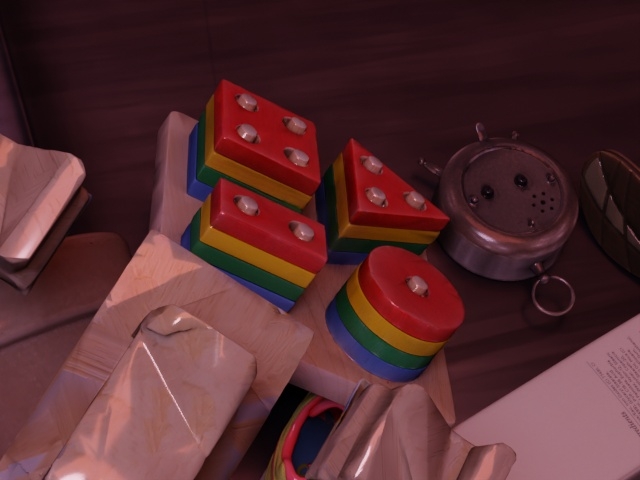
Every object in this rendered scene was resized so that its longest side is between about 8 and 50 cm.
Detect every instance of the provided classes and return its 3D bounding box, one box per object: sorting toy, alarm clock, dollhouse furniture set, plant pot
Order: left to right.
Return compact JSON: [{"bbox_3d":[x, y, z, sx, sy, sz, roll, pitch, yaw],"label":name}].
[{"bbox_3d":[-0.214,0.150,0.986,0.263,0.263,0.229,-25,84,-22],"label":"plant pot"},{"bbox_3d":[-0.160,0.192,0.807,0.362,0.256,0.394,33,73,-6],"label":"dollhouse furniture set"},{"bbox_3d":[0.000,0.000,1.076,0.255,0.089,0.257,25,31,-20],"label":"sorting toy"},{"bbox_3d":[0.176,-0.016,1.236,0.129,0.064,0.192,-17,66,-19],"label":"alarm clock"}]

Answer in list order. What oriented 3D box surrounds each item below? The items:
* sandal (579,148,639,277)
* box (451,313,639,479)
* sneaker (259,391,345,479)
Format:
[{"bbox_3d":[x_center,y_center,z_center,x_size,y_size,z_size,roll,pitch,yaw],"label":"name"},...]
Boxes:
[{"bbox_3d":[0.325,0.000,1.237,0.219,0.090,0.060,40,44,16],"label":"sandal"},{"bbox_3d":[0.181,0.177,1.097,0.275,0.094,0.113,-26,66,-22],"label":"box"},{"bbox_3d":[0.022,0.139,1.095,0.081,0.094,0.208,26,58,7],"label":"sneaker"}]
